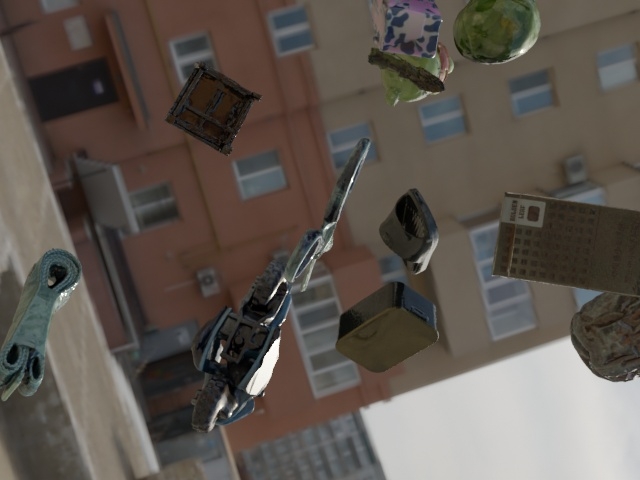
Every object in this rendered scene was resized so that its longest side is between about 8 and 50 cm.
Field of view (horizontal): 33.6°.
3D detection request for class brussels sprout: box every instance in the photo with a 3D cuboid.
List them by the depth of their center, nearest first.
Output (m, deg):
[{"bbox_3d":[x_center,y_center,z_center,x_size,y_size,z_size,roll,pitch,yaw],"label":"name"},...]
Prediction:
[{"bbox_3d":[0.293,-0.359,1.757,0.117,0.155,0.155,43,12,-37],"label":"brussels sprout"}]

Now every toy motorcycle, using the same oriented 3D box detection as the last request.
[{"bbox_3d":[-0.175,0.245,2.352,0.232,0.172,0.416,81,31,-69],"label":"toy motorcycle"}]

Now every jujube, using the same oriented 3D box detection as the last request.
[{"bbox_3d":[0.736,0.191,2.428,0.226,0.317,0.226,56,9,-13],"label":"jujube"}]

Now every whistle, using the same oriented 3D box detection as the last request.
[{"bbox_3d":[0.185,-0.324,1.993,0.131,0.106,0.288,-62,171,20],"label":"whistle"}]

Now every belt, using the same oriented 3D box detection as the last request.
[{"bbox_3d":[-0.467,0.136,1.751,0.087,0.072,0.302,34,38,-22],"label":"belt"}]

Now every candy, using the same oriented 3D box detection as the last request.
[{"bbox_3d":[0.125,-0.337,1.583,0.160,0.092,0.073,-95,-168,-58],"label":"candy"}]

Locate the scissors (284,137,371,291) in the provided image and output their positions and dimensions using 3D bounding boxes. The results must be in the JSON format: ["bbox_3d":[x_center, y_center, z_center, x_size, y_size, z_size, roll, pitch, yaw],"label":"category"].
[{"bbox_3d":[0.000,0.000,1.738,0.029,0.256,0.383,28,-19,4],"label":"scissors"}]

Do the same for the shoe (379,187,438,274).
[{"bbox_3d":[0.168,-0.002,2.122,0.241,0.093,0.108,92,-24,-60],"label":"shoe"}]

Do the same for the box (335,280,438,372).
[{"bbox_3d":[0.140,0.181,2.236,0.144,0.201,0.090,33,39,-26],"label":"box"}]

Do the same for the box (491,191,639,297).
[{"bbox_3d":[0.529,0.009,2.196,0.047,0.325,0.180,12,86,-78],"label":"box"}]

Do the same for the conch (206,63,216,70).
[{"bbox_3d":[-0.198,-0.249,1.877,0.080,0.086,0.232,54,0,-20],"label":"conch"}]

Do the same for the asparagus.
[{"bbox_3d":[0.146,-0.287,1.797,0.165,0.036,0.030,34,11,32],"label":"asparagus"}]

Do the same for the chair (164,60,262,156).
[{"bbox_3d":[-0.164,-0.204,1.604,0.106,0.113,0.229,30,1,-11],"label":"chair"}]
